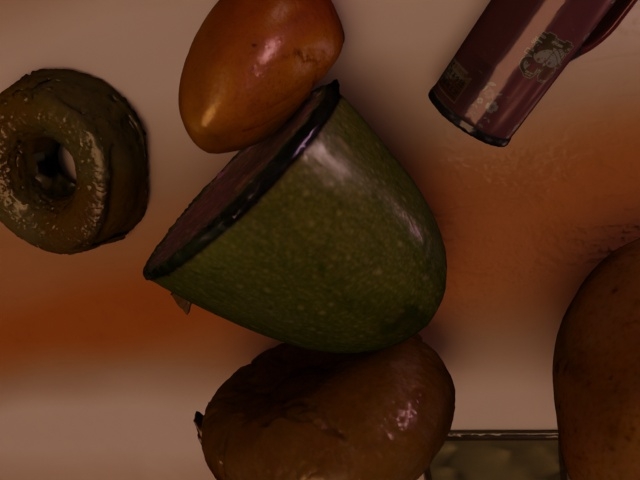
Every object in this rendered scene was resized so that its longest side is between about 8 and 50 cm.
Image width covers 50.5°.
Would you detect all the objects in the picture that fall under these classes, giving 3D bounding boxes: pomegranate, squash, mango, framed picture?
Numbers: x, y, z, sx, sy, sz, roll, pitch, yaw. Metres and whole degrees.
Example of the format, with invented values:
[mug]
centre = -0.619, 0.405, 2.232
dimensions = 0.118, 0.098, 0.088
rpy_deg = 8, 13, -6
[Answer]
[pomegranate]
centre = 0.449, 0.174, 0.725
dimensions = 0.417, 0.416, 0.416
rpy_deg = 6, 119, 11
[squash]
centre = 0.004, 0.026, 0.813
dimensions = 0.310, 0.310, 0.309
rpy_deg = -36, 108, 27
[mango]
centre = -0.073, -0.191, 0.735
dimensions = 0.138, 0.257, 0.187
rpy_deg = 37, 120, -7
[framed picture]
centre = 0.279, 0.372, 1.087
dimensions = 0.232, 0.010, 0.172
rpy_deg = -4, 116, 16

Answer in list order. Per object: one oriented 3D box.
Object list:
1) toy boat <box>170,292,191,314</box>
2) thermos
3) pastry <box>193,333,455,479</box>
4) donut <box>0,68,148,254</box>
[toy boat]
centre = -0.143, 0.036, 0.989
dimensions = 0.072, 0.064, 0.206
rpy_deg = 33, 121, -24
[thermos]
centre = 0.259, -0.254, 0.703
dimensions = 0.136, 0.109, 0.330
rpy_deg = 31, 120, -3
[pastry]
centre = 0.006, 0.230, 0.908
dimensions = 0.356, 0.356, 0.163
rpy_deg = -13, 103, 20
[donut]
centre = -0.367, -0.100, 0.949
dimensions = 0.272, 0.107, 0.271
rpy_deg = 5, 117, 10
